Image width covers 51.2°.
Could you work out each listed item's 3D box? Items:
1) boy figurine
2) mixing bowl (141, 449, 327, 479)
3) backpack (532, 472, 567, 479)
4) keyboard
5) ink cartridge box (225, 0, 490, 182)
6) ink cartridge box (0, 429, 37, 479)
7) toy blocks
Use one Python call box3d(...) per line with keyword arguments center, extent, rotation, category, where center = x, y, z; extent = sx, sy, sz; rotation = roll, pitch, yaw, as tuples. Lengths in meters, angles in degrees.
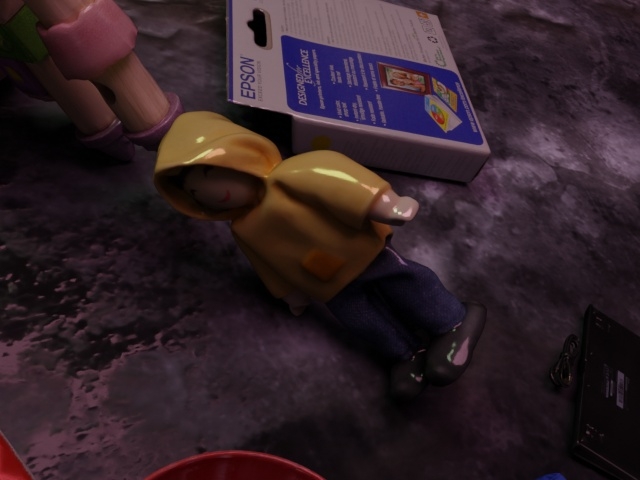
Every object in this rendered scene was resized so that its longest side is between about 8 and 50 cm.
box3d(center=(0.000, 0.000, 0.518), extent=(0.285, 0.177, 0.092), rotation=(41, 49, -12), category="boy figurine")
box3d(center=(-0.051, 0.220, 0.359), extent=(0.181, 0.098, 0.181), rotation=(12, 45, -13), category="mixing bowl")
box3d(center=(0.173, 0.217, 0.465), extent=(0.120, 0.098, 0.101), rotation=(-6, 49, -28), category="backpack")
box3d(center=(0.265, 0.137, 0.637), extent=(0.108, 0.023, 0.180), rotation=(33, 43, -2), category="keyboard")
box3d(center=(0.029, -0.213, 0.826), extent=(0.307, 0.072, 0.304), rotation=(7, 48, -15), category="ink cartridge box")
box3d(center=(-0.308, 0.085, 0.255), extent=(0.272, 0.130, 0.309), rotation=(-37, 90, -32), category="ink cartridge box")
box3d(center=(-0.250, -0.148, 0.559), extent=(0.288, 0.260, 0.309), rotation=(19, 63, 34), category="toy blocks")
